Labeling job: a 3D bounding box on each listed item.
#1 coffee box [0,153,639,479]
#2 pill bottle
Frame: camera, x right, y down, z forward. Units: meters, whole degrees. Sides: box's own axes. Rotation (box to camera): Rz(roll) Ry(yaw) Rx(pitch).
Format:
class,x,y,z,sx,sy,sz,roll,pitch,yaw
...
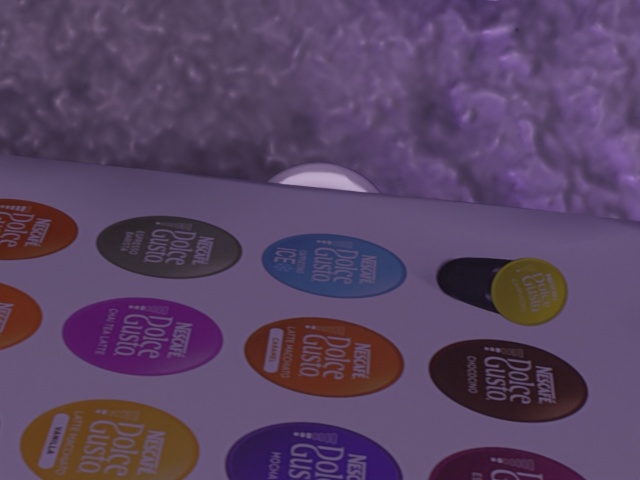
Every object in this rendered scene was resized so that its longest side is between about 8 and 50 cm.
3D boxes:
class,x,y,z,sx,sy,sz,roll,pitch,yaw
coffee box,-0.057,0.194,0.627,0.334,0.337,0.338,6,117,1
pill bottle,0.000,0.000,0.786,0.065,0.116,0.065,0,91,2
